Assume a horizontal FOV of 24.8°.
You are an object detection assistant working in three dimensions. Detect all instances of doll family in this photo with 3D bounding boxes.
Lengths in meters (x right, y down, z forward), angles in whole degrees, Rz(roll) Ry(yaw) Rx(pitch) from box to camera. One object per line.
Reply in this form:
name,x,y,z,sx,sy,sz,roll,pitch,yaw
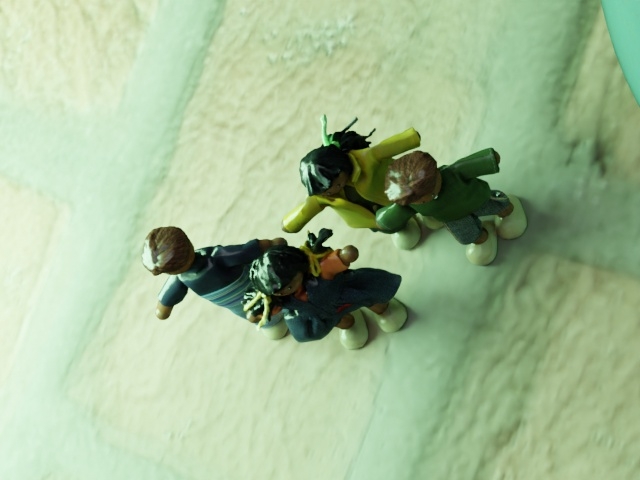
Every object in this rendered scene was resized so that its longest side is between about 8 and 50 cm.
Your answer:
doll family,0.000,0.000,0.697,0.193,0.111,0.076,-40,57,18

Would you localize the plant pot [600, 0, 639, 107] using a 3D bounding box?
plant pot,0.232,-0.095,0.473,0.293,0.293,0.235,-61,35,4
